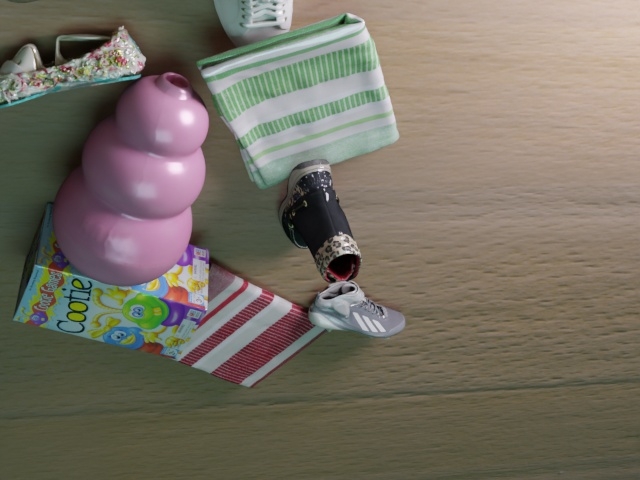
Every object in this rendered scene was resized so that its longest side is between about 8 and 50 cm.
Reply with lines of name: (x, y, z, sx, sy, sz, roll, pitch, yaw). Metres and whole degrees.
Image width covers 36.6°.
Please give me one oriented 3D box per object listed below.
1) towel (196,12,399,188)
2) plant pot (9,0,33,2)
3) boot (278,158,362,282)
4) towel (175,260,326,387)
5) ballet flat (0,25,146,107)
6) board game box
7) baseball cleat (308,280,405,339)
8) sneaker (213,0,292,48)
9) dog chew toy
towel: (-0.022, -0.194, 1.414, 0.247, 0.038, 0.325, -18, 152, 4)
plant pot: (-0.278, -0.383, 1.052, 0.256, 0.257, 0.274, 26, 142, -37)
boot: (-0.002, 0.000, 1.562, 0.085, 0.179, 0.236, -13, 153, -13)
towel: (-0.171, 0.166, 1.836, 0.237, 0.037, 0.329, -38, 135, 23)
ballet flat: (-0.358, -0.236, 1.307, 0.240, 0.091, 0.077, -14, 109, -6)
board game box: (-0.335, 0.070, 1.569, 0.275, 0.142, 0.144, 17, 131, -20)
baseball cleat: (0.082, 0.132, 1.838, 0.205, 0.072, 0.109, 3, 130, -24)
sneaker: (-0.084, -0.329, 1.232, 0.105, 0.123, 0.290, -11, 141, -6)
dog chew toy: (-0.261, -0.093, 1.399, 0.206, 0.207, 0.332, 11, 126, -26)
